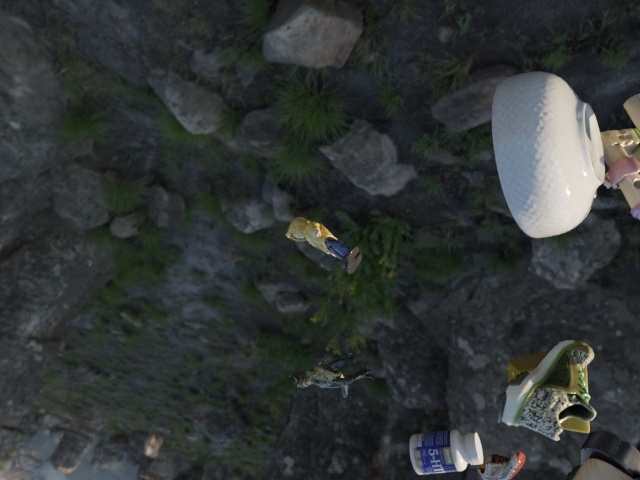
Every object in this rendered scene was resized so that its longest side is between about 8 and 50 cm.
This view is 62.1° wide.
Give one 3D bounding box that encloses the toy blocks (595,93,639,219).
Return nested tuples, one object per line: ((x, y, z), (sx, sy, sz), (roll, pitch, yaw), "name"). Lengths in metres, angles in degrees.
((0.728, -0.117, 1.111), (0.289, 0.260, 0.309), (-8, 153, -14), "toy blocks")

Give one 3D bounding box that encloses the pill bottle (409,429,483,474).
((0.359, 0.601, 1.515), (0.187, 0.112, 0.112), (-16, 139, 21), "pill bottle")

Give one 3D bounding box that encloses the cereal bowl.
((0.470, -0.178, 1.057), (0.141, 0.338, 0.339), (-10, 141, 37), "cereal bowl")

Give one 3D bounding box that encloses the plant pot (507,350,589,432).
((0.701, 0.466, 1.667), (0.187, 0.212, 0.212), (-2, 179, 5), "plant pot")

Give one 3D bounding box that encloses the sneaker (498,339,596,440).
((0.644, 0.409, 1.405), (0.182, 0.410, 0.158), (33, 131, 39), "sneaker")

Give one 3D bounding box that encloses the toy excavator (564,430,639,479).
((0.631, 0.651, 0.989), (0.445, 0.222, 0.432), (32, 144, 35), "toy excavator")

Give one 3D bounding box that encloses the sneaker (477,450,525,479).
((0.612, 0.775, 1.817), (0.092, 0.088, 0.225), (47, 135, 22), "sneaker")

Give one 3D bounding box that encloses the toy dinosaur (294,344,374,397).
((0.041, 0.288, 1.141), (0.118, 0.064, 0.268), (-31, 148, 14), "toy dinosaur")

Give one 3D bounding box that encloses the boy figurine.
((0.000, 0.000, 1.768), (0.285, 0.092, 0.177), (29, 170, 26), "boy figurine")
